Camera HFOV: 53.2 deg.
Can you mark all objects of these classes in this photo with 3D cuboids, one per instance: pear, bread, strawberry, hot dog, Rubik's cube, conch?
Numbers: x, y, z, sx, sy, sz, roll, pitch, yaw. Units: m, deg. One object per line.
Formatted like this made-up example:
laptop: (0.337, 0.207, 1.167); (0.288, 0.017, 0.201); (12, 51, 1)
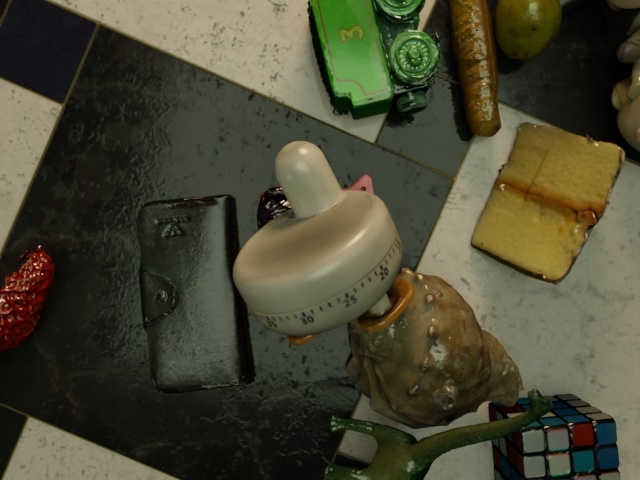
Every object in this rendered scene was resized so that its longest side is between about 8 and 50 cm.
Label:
pear: (0.329, -0.351, 1.017); (0.107, 0.107, 0.131); (-9, 111, -1)
bread: (0.352, -0.065, 0.992); (0.135, 0.178, 0.240); (25, 93, -3)
strawberry: (-0.480, 0.104, 1.010); (0.082, 0.121, 0.188); (39, 88, -7)
hot dog: (0.249, -0.310, 1.038); (0.068, 0.083, 0.289); (-5, 91, 18)
Rubik's cube: (0.366, 0.343, 1.012); (0.151, 0.154, 0.155); (-5, 92, -1)
conch: (0.157, 0.197, 0.978); (0.324, 0.186, 0.263); (38, 135, -6)

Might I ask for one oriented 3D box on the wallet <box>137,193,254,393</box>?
wallet: (-0.210, 0.087, 1.052); (0.172, 0.045, 0.318); (-5, 90, -2)

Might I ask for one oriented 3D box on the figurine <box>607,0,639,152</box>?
figurine: (0.526, -0.320, 0.944); (0.226, 0.274, 0.394); (-27, 91, -21)

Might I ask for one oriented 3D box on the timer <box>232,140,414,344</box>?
timer: (-0.012, 0.006, 0.860); (0.233, 0.233, 0.240); (-27, 114, 0)

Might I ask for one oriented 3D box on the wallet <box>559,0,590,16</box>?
wallet: (0.502, -0.528, 1.027); (0.377, 0.051, 0.197); (-26, 92, 8)

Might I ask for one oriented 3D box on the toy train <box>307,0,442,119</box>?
toy train: (0.084, -0.311, 1.009); (0.188, 0.132, 0.243); (-14, 89, 4)

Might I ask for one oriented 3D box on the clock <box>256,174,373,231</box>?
clock: (0.000, 0.000, 1.027); (0.195, 0.100, 0.194); (-6, 93, 0)

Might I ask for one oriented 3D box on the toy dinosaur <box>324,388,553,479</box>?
toy dinosaur: (0.159, 0.346, 0.939); (0.300, 0.087, 0.447); (2, 129, 13)
